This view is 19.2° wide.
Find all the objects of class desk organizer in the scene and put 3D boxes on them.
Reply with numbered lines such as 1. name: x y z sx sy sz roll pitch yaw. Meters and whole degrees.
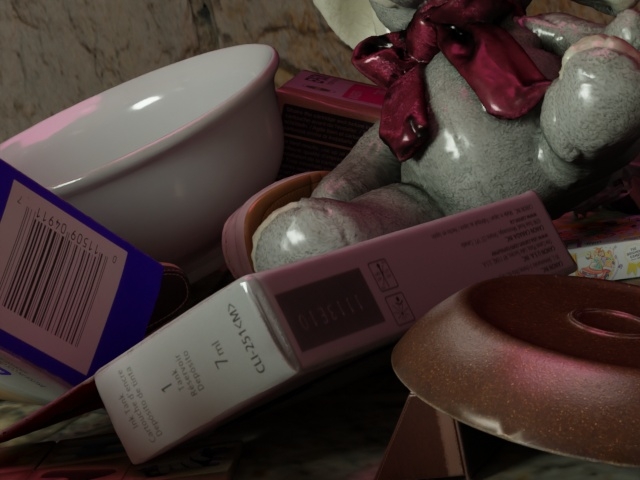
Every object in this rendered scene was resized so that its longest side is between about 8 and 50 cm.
1. desk organizer: 0.066 0.079 0.940 0.050 0.047 0.130 -8 8 24

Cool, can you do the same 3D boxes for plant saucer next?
1. plant saucer: 0.133 0.053 0.881 0.198 0.036 0.198 6 15 -2

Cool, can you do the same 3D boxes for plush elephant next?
1. plush elephant: 0.094 -0.133 1.256 0.272 0.255 0.330 -29 -10 26

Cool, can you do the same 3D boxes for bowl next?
1. bowl: -0.145 -0.035 1.504 0.297 0.134 0.298 -21 16 6

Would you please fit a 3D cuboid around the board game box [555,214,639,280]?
1. board game box: 0.157 0.012 1.330 0.154 0.026 0.103 -8 9 9

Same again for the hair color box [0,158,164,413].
1. hair color box: -0.289 0.017 1.176 0.338 0.110 0.185 5 -21 38

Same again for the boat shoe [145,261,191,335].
1. boat shoe: -0.151 0.058 1.298 0.152 0.056 0.049 -24 19 -24

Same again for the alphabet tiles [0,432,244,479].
1. alphabet tiles: -0.214 0.146 0.925 0.342 0.011 0.285 -9 9 6

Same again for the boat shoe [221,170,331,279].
1. boat shoe: 0.000 0.000 1.376 0.096 0.098 0.277 -4 1 32

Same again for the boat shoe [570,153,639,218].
1. boat shoe: 0.228 -0.069 1.550 0.079 0.095 0.254 -6 8 11

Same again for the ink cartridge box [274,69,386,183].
1. ink cartridge box: 0.055 -0.083 1.667 0.193 0.088 0.235 13 11 3

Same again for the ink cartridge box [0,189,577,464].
1. ink cartridge box: -0.022 0.065 1.055 0.239 0.060 0.275 -33 -10 37
